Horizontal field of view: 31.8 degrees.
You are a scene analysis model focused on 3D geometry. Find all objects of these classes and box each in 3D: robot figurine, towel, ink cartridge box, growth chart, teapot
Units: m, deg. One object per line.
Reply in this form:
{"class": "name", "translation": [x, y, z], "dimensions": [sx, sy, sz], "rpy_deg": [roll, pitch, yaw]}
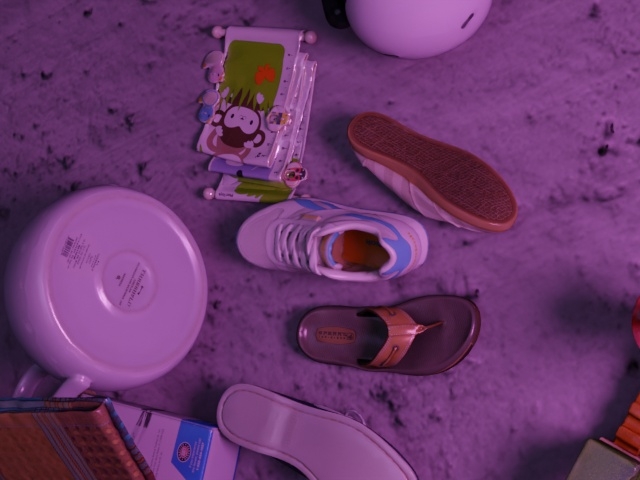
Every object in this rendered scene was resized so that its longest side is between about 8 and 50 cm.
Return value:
{"class": "robot figurine", "translation": [0.095, -0.338, 1.245], "dimensions": [0.173, 0.209, 0.278], "rpy_deg": [-7, 74, -14]}
{"class": "towel", "translation": [-0.313, 0.281, 1.265], "dimensions": [0.370, 0.040, 0.271], "rpy_deg": [-6, 121, 34]}
{"class": "ink cartridge box", "translation": [-0.200, 0.267, 1.311], "dimensions": [0.190, 0.082, 0.140], "rpy_deg": [9, 84, 28]}
{"class": "growth chart", "translation": [-0.080, -0.154, 1.371], "dimensions": [0.171, 0.021, 0.237], "rpy_deg": [-1, 79, 26]}
{"class": "teapot", "translation": [-0.270, 0.067, 1.317], "dimensions": [0.187, 0.256, 0.253], "rpy_deg": [-17, 93, 48]}

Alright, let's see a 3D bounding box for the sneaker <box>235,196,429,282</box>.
{"class": "sneaker", "translation": [0.000, 0.000, 1.256], "dimensions": [0.228, 0.092, 0.087], "rpy_deg": [1, 99, 26]}

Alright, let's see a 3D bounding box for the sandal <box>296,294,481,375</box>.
{"class": "sandal", "translation": [0.066, 0.100, 1.233], "dimensions": [0.219, 0.060, 0.090], "rpy_deg": [1, 81, 25]}

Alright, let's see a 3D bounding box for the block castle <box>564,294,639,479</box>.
{"class": "block castle", "translation": [0.331, 0.291, 0.991], "dimensions": [0.303, 0.213, 0.453], "rpy_deg": [30, 93, 26]}

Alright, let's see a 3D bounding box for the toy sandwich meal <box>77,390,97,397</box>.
{"class": "toy sandwich meal", "translation": [-0.304, 0.219, 1.400], "dimensions": [0.085, 0.029, 0.086], "rpy_deg": [-5, 76, 20]}

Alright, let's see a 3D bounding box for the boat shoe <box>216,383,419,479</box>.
{"class": "boat shoe", "translation": [0.004, 0.227, 1.228], "dimensions": [0.254, 0.079, 0.095], "rpy_deg": [16, 89, 29]}

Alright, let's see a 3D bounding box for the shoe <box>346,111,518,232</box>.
{"class": "shoe", "translation": [0.124, -0.070, 1.247], "dimensions": [0.219, 0.058, 0.076], "rpy_deg": [35, 64, 22]}
